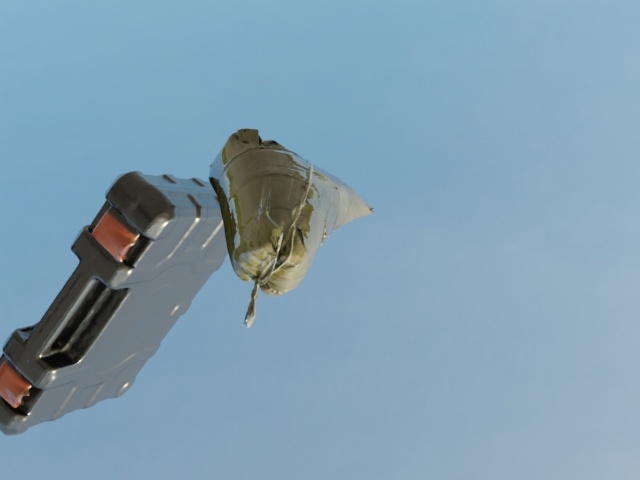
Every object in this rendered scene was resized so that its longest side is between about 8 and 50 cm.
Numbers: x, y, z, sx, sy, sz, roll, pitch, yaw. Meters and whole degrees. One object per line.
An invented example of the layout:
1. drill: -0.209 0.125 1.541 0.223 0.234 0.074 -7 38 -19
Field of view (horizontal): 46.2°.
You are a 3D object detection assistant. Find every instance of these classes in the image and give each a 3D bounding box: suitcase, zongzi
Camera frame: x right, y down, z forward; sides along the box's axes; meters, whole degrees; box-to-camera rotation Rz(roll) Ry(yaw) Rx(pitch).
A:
1. suitcase: -0.199 0.060 0.758 0.066 0.285 0.206 41 -166 14
2. zongzi: 0.000 0.000 0.639 0.178 0.081 0.189 20 -148 -31
